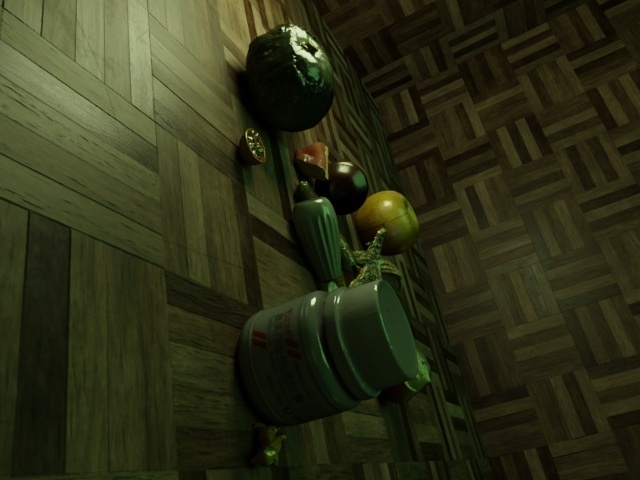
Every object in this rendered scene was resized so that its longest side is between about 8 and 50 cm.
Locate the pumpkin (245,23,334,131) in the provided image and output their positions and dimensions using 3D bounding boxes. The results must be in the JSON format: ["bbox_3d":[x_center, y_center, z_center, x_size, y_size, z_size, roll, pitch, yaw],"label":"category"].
[{"bbox_3d":[-0.100,-0.513,1.658,0.291,0.257,0.328,2,57,-52],"label":"pumpkin"}]

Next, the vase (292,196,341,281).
[{"bbox_3d":[0.000,0.000,1.571,0.128,0.128,0.248,-39,115,-71],"label":"vase"}]

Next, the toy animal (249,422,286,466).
[{"bbox_3d":[-0.102,0.371,0.963,0.081,0.060,0.083,46,19,11],"label":"toy animal"}]

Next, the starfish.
[{"bbox_3d":[0.175,0.109,1.848,0.302,0.060,0.299,-3,86,-42],"label":"starfish"}]

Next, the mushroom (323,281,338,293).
[{"bbox_3d":[0.049,0.223,1.537,0.084,0.071,0.209,4,59,-37],"label":"mushroom"}]

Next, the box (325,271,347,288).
[{"bbox_3d":[0.028,0.076,1.698,0.121,0.030,0.193,3,67,-70],"label":"box"}]

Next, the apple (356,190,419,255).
[{"bbox_3d":[0.282,-0.069,2.253,0.286,0.233,0.286,49,26,-34],"label":"apple"}]

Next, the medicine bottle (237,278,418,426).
[{"bbox_3d":[0.017,0.220,1.066,0.245,0.306,0.245,55,22,-35],"label":"medicine bottle"}]

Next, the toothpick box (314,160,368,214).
[{"bbox_3d":[0.087,-0.198,1.943,0.294,0.192,0.192,-48,115,-76],"label":"toothpick box"}]

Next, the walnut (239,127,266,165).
[{"bbox_3d":[-0.189,-0.244,1.416,0.091,0.052,0.121,52,22,-36],"label":"walnut"}]

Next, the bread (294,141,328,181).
[{"bbox_3d":[-0.030,-0.272,1.824,0.192,0.119,0.067,-87,179,-49],"label":"bread"}]

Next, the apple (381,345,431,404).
[{"bbox_3d":[0.259,0.423,1.735,0.188,0.174,0.207,53,16,17],"label":"apple"}]

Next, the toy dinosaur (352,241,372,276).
[{"bbox_3d":[0.195,0.167,1.977,0.447,0.087,0.301,-23,91,-65],"label":"toy dinosaur"}]

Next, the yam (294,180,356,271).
[{"bbox_3d":[0.014,-0.047,1.661,0.067,0.071,0.317,-25,79,-38],"label":"yam"}]
